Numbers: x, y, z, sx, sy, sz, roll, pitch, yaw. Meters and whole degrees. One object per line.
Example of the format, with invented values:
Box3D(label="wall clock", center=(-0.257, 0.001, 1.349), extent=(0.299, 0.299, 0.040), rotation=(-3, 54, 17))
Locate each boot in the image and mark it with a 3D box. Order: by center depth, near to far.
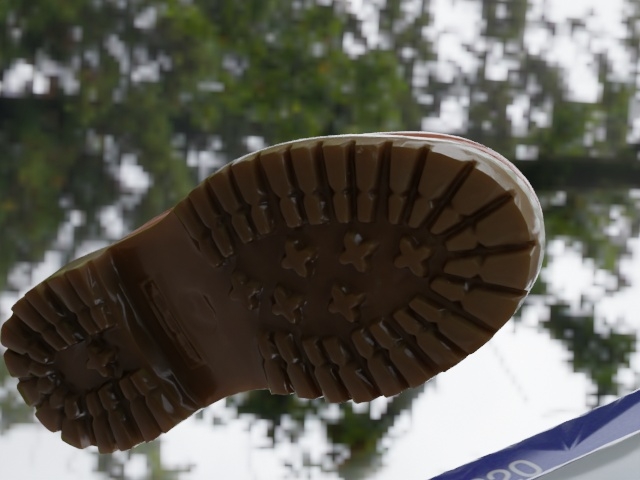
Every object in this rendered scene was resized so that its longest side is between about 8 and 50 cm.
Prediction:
Box3D(label="boot", center=(0.000, 0.000, 0.456), extent=(0.158, 0.084, 0.059), rotation=(-16, -78, 45))

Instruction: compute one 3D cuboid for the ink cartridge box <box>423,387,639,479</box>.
Box3D(label="ink cartridge box", center=(0.142, 0.057, 0.409), extent=(0.224, 0.223, 0.045), rotation=(29, -49, 50))
